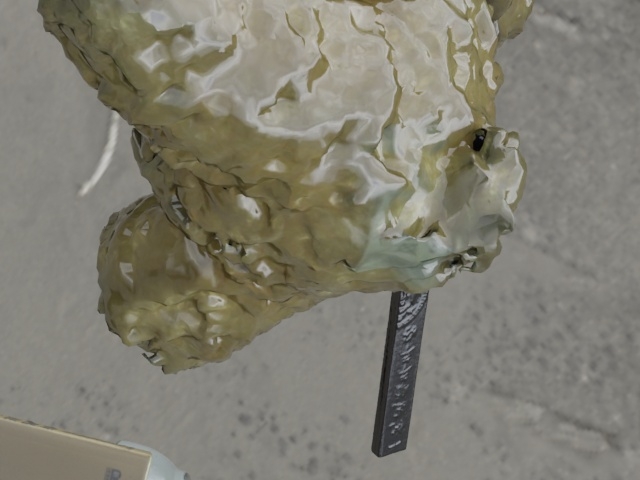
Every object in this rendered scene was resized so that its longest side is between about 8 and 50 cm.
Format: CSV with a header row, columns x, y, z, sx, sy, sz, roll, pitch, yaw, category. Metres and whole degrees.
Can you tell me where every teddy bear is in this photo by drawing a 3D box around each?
x,y,z,sx,sy,sz,roll,pitch,yaw,category
0.008,-0.096,0.477,0.156,0.267,0.256,11,60,5,teddy bear

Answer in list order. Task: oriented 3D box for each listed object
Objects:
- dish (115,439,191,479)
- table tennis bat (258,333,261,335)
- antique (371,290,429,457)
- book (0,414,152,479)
x,y,z,sx,sy,sz,roll,pitch,yaw,category
-0.181,0.333,1.439,0.078,0.224,0.246,-9,47,0,dish
0.000,0.000,0.698,0.234,0.131,0.022,-22,58,-42,table tennis bat
0.065,0.096,1.018,0.031,0.192,0.015,-16,35,-32,antique
-0.324,0.256,1.121,0.310,0.217,0.021,14,-1,-1,book
